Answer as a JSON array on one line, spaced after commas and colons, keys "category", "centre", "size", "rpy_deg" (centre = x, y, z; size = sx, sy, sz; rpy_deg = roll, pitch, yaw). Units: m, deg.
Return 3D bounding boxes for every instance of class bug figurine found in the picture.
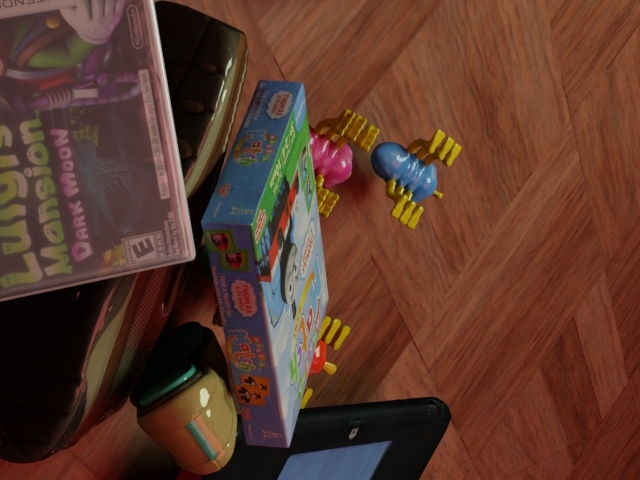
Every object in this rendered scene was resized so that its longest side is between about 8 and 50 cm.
[{"category": "bug figurine", "centre": [0.000, 0.000, 1.058], "size": [0.279, 0.072, 0.216], "rpy_deg": [-57, 140, -3]}]

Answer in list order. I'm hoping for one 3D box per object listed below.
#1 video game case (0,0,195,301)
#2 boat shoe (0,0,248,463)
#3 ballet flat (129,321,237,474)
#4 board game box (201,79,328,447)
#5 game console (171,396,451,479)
[{"category": "video game case", "centre": [-0.171, -0.061, 0.708], "size": [0.173, 0.022, 0.191], "rpy_deg": [-12, 110, -13]}, {"category": "boat shoe", "centre": [-0.140, -0.004, 0.836], "size": [0.324, 0.122, 0.120], "rpy_deg": [-62, 160, 7]}, {"category": "ballet flat", "centre": [-0.098, 0.118, 0.894], "size": [0.080, 0.232, 0.073], "rpy_deg": [-34, 98, 0]}, {"category": "board game box", "centre": [-0.034, 0.018, 0.875], "size": [0.160, 0.039, 0.212], "rpy_deg": [-74, 164, -47]}, {"category": "game console", "centre": [-0.048, 0.300, 1.145], "size": [0.386, 0.060, 0.342], "rpy_deg": [6, 119, -56]}]
